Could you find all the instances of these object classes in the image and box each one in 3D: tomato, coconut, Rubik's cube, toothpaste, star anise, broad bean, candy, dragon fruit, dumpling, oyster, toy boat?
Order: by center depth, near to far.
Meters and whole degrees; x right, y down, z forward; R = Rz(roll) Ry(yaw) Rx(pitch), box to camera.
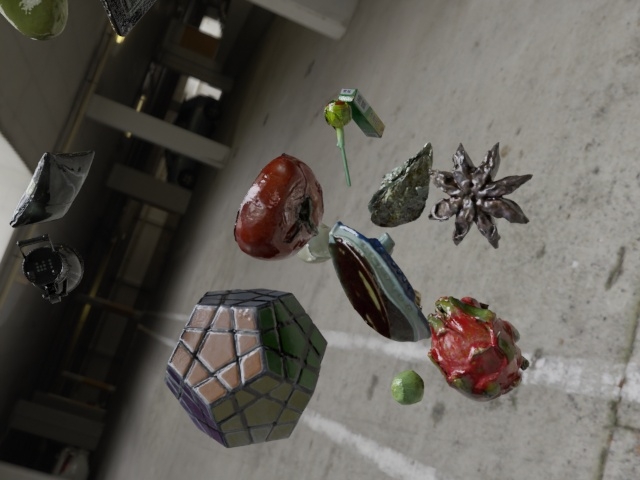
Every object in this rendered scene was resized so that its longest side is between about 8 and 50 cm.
[{"bbox_3d":[0.114,0.070,1.199,0.262,0.115,0.114,61,144,12],"label":"toy boat"},{"bbox_3d":[-0.142,0.235,1.273,0.319,0.264,0.319,-155,90,-87],"label":"Rubik's cube"},{"bbox_3d":[-0.061,-0.053,1.322,0.228,0.101,0.228,-32,-47,-43],"label":"tomato"},{"bbox_3d":[0.048,-0.212,1.452,0.058,0.062,0.194,-86,-13,-74],"label":"candy"},{"bbox_3d":[0.102,-0.302,1.587,0.178,0.043,0.037,38,-111,-55],"label":"toothpaste"},{"bbox_3d":[-0.720,-0.612,1.619,0.189,0.263,0.121,-38,-10,21],"label":"broad bean"},{"bbox_3d":[0.227,0.376,1.694,0.087,0.096,0.088,32,129,50],"label":"coconut"},{"bbox_3d":[0.403,0.284,1.757,0.231,0.302,0.237,-47,-3,14],"label":"dragon fruit"},{"bbox_3d":[0.000,-0.004,1.873,0.111,0.154,0.181,113,147,-57],"label":"dumpling"},{"bbox_3d":[0.450,-0.126,1.912,0.117,0.331,0.332,-24,-35,-58],"label":"star anise"},{"bbox_3d":[0.280,-0.173,2.190,0.158,0.162,0.351,61,138,36],"label":"oyster"}]

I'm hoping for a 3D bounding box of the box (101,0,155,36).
[{"bbox_3d":[-0.326,-0.432,1.147,0.126,0.027,0.125,-56,-9,-17],"label":"box"}]

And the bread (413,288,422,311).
[{"bbox_3d":[0.229,0.179,1.995,0.177,0.084,0.119,33,110,40],"label":"bread"}]

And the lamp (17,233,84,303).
[{"bbox_3d":[-0.713,0.080,1.747,0.227,0.147,0.172,165,90,-77],"label":"lamp"}]

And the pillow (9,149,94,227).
[{"bbox_3d":[-0.724,-0.143,1.802,0.250,0.106,0.186,-53,-10,22],"label":"pillow"}]
